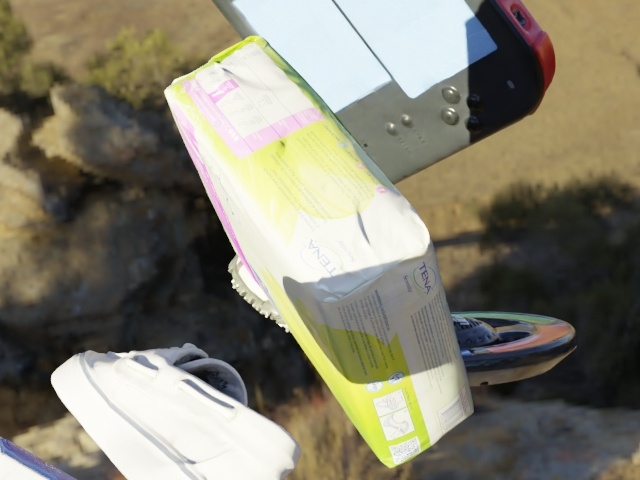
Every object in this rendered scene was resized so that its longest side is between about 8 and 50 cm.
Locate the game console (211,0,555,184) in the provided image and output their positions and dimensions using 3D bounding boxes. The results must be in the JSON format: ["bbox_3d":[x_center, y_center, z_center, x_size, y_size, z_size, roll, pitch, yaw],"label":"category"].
[{"bbox_3d":[0.038,-0.250,1.592,0.342,0.386,0.060,-28,14,46],"label":"game console"}]

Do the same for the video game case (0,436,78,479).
[{"bbox_3d":[-0.312,0.386,1.643,0.244,0.269,0.061,-54,20,2],"label":"video game case"}]

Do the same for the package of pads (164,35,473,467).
[{"bbox_3d":[0.000,0.000,1.160,0.101,0.229,0.296,-30,48,-9],"label":"package of pads"}]

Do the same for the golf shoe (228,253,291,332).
[{"bbox_3d":[-0.028,0.002,1.641,0.105,0.120,0.273,32,23,-15],"label":"golf shoe"}]

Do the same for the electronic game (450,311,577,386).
[{"bbox_3d":[0.117,0.093,1.345,0.229,0.048,0.229,-4,6,0],"label":"electronic game"}]

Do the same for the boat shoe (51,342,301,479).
[{"bbox_3d":[-0.079,0.104,0.845,0.084,0.095,0.258,-44,27,-9],"label":"boat shoe"}]
